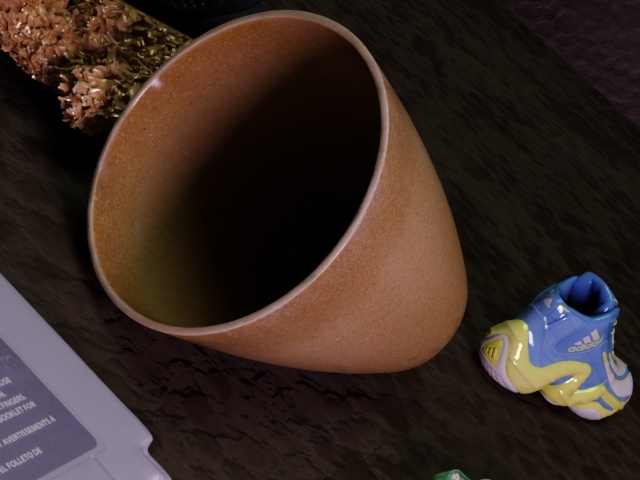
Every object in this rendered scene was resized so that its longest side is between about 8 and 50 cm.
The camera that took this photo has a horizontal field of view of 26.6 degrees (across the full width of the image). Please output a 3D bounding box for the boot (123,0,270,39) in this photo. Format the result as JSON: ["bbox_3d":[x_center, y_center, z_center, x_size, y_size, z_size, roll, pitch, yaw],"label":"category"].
[{"bbox_3d":[-0.093,-0.224,1.243,0.246,0.094,0.207,11,-7,36],"label":"boot"}]

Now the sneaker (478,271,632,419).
[{"bbox_3d":[0.262,0.101,1.308,0.240,0.126,0.091,13,36,-49],"label":"sneaker"}]

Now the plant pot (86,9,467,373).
[{"bbox_3d":[0.000,0.000,0.986,0.254,0.237,0.237,39,15,-51],"label":"plant pot"}]

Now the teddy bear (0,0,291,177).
[{"bbox_3d":[-0.166,-0.137,1.100,0.338,0.113,0.245,25,9,-33],"label":"teddy bear"}]

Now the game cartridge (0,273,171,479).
[{"bbox_3d":[-0.209,0.097,0.641,0.196,0.060,0.294,49,22,9],"label":"game cartridge"}]

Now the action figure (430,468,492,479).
[{"bbox_3d":[0.176,0.236,1.008,0.232,0.063,0.137,32,27,-14],"label":"action figure"}]
